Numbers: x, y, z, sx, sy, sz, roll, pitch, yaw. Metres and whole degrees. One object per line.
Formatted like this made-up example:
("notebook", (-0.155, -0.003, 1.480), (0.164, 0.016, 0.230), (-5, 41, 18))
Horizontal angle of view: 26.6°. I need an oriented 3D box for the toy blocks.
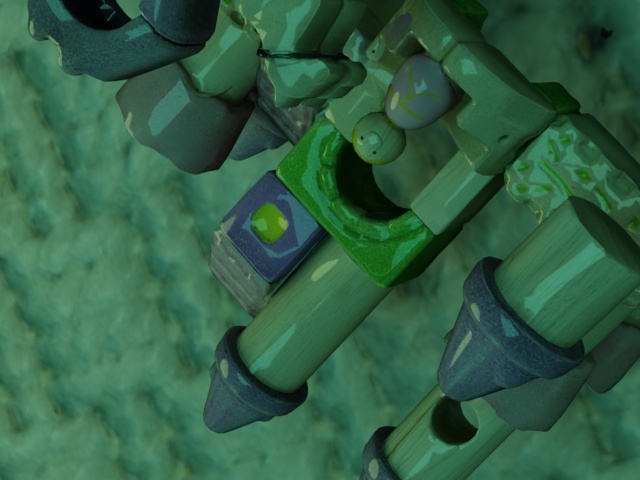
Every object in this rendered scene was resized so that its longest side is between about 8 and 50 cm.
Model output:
("toy blocks", (0.000, 0.000, 0.650), (0.288, 0.309, 0.260), (48, 114, 12))
